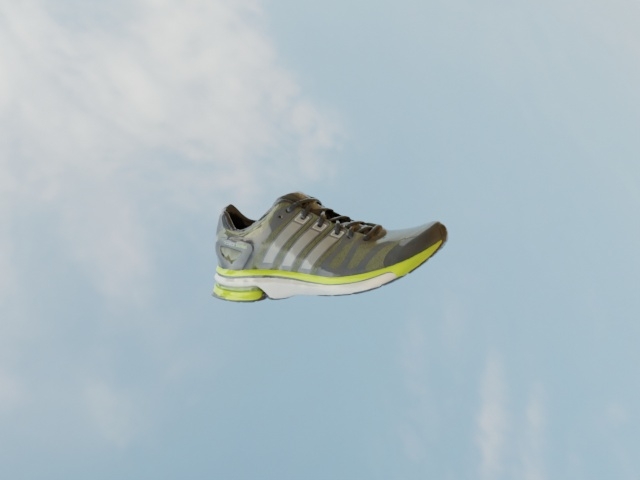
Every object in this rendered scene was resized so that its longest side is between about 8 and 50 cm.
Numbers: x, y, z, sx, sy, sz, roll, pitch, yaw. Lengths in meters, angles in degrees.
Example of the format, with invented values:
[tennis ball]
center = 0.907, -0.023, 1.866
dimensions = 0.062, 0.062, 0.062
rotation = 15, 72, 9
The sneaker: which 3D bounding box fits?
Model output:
[sneaker]
center = 0.000, 0.000, 1.150
dimensions = 0.111, 0.300, 0.121
rotation = -31, -68, -69
